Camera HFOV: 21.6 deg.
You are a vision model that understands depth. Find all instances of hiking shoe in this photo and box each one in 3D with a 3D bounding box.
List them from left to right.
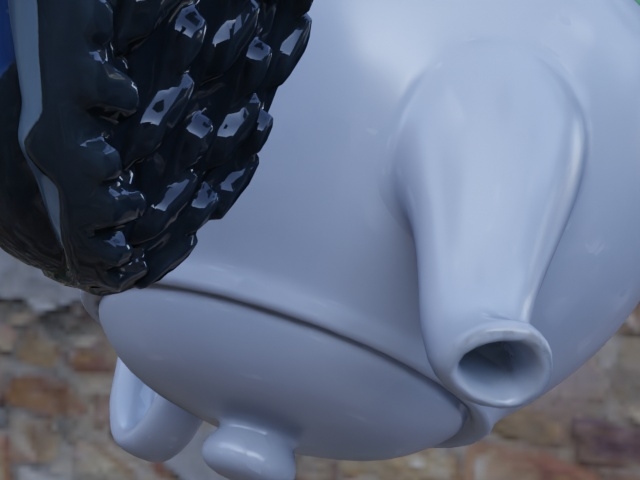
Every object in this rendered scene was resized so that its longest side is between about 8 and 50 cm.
[{"bbox_3d":[-0.077,-0.137,0.375,0.132,0.304,0.113,6,20,29],"label":"hiking shoe"}]

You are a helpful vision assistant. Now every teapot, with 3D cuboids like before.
[{"bbox_3d":[0.000,0.000,0.610,0.253,0.187,0.256,12,-18,23],"label":"teapot"}]

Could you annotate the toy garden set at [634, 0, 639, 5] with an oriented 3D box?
[{"bbox_3d":[0.168,-0.142,0.677,0.204,0.244,0.049,30,44,-3],"label":"toy garden set"}]
